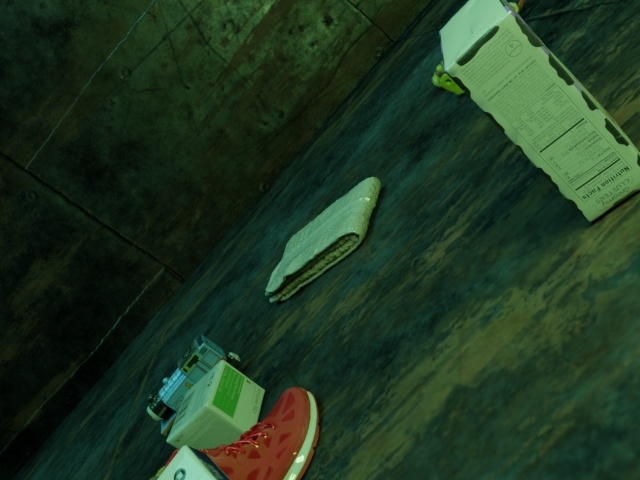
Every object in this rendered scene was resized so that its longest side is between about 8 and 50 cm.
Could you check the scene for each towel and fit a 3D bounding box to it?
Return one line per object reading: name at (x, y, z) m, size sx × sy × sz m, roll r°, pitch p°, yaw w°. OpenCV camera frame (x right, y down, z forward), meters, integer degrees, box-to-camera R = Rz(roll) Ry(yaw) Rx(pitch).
towel at (0.000, 0.000, 1.105) m, size 0.282 × 0.049 × 0.187 m, roll -38°, pitch 20°, yaw 38°

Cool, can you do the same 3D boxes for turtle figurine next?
turtle figurine at (0.293, -0.387, 1.113) m, size 0.269 × 0.087 × 0.217 m, roll -39°, pitch 18°, yaw 37°

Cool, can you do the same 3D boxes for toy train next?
toy train at (-0.223, 0.259, 1.010) m, size 0.184 × 0.105 × 0.080 m, roll -51°, pitch 14°, yaw -4°

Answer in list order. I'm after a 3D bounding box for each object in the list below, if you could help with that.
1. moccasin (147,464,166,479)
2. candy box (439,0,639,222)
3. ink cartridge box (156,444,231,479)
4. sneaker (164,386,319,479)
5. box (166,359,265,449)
moccasin at (-0.252, 0.390, 0.720) m, size 0.380 × 0.139 × 0.147 m, roll -48°, pitch 8°, yaw 18°
candy box at (0.204, -0.135, 0.542) m, size 0.070 × 0.196 × 0.165 m, roll -42°, pitch 17°, yaw 28°
ink cartridge box at (-0.113, 0.320, 0.459) m, size 0.223 × 0.045 × 0.224 m, roll 24°, pitch 73°, yaw 42°
sneaker at (-0.085, 0.230, 0.632) m, size 0.087 × 0.128 × 0.221 m, roll -39°, pitch 18°, yaw 36°
box at (-0.150, 0.255, 0.842) m, size 0.102 × 0.087 × 0.101 m, roll -43°, pitch 16°, yaw 22°
